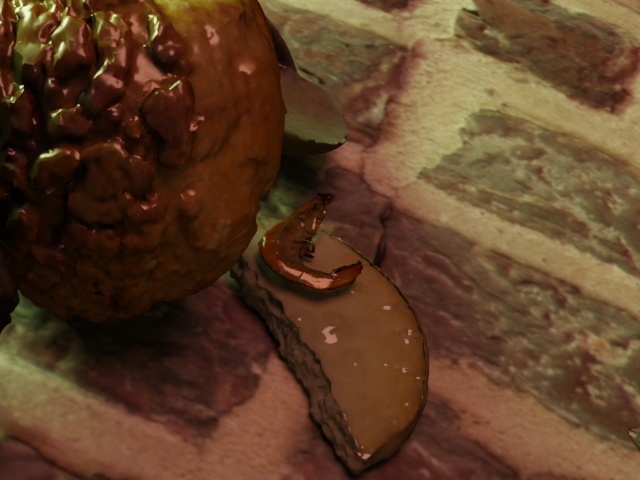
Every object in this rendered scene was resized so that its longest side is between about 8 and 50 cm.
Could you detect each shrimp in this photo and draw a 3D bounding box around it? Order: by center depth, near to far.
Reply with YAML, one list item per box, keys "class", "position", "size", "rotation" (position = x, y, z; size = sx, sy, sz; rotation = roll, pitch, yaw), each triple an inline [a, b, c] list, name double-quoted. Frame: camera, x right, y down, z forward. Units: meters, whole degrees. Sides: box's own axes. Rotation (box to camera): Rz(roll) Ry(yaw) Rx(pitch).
- class: "shrimp"
  position: [0.000, 0.000, 1.421]
  size: [0.091, 0.025, 0.127]
  rotation: [23, 42, 7]

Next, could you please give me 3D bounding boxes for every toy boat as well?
- class: "toy boat"
  position: [-0.080, -0.152, 1.517]
  size: [0.276, 0.111, 0.293]
  rotation: [16, 27, -53]

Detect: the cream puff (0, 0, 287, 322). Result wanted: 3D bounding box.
- class: "cream puff"
  position: [-0.188, -0.106, 1.288]
  size: [0.231, 0.327, 0.343]
  rotation: [-10, 83, -39]

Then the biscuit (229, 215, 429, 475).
- class: "biscuit"
  position: [0.020, 0.069, 1.399]
  size: [0.141, 0.038, 0.290]
  rotation: [-9, 49, -30]

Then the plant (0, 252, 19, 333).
- class: "plant"
  position: [-0.369, -0.029, 1.166]
  size: [0.213, 0.215, 0.312]
  rotation: [-33, 89, -27]

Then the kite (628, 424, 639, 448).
- class: "kite"
  position: [0.382, 0.211, 1.407]
  size: [0.250, 0.012, 0.229]
  rotation: [26, 42, 5]
